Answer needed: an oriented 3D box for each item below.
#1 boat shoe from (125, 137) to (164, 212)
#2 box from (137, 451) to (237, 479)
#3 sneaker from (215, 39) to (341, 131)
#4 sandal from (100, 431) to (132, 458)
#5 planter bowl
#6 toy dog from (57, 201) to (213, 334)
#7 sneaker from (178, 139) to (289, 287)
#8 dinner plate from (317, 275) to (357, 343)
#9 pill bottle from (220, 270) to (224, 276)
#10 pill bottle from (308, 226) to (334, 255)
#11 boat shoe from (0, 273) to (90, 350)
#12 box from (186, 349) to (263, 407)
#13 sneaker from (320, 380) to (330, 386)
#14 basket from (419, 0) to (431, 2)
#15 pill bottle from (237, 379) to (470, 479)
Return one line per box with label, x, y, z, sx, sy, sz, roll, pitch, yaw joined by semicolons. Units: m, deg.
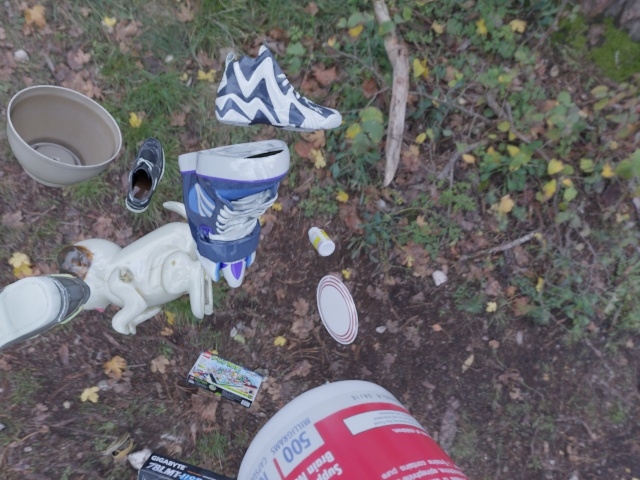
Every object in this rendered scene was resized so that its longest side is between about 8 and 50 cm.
boat shoe;-0.496;-0.197;1.295;0.084;0.079;0.233;13;67;-16
box;-0.331;0.723;1.171;0.294;0.073;0.295;14;109;6
sneaker;-0.070;-0.283;0.831;0.235;0.094;0.152;2;99;-10
sandal;-0.530;0.549;1.202;0.072;0.180;0.049;-34;80;-28
planter bowl;-0.432;-0.157;0.752;0.162;0.109;0.162;26;45;-29
toy dog;-0.546;0.087;1.335;0.408;0.284;0.395;-5;93;-8
sneaker;-0.128;-0.031;0.729;0.130;0.323;0.236;-19;108;-29
dinner plate;0.031;0.139;0.908;0.141;0.017;0.141;37;41;-40
pill bottle;-0.424;0.067;1.602;0.209;0.117;0.117;4;71;-19
pill bottle;0.000;0.000;1.133;0.043;0.043;0.083;-16;38;-18
boat shoe;-0.534;0.130;0.784;0.305;0.091;0.109;-18;87;20
box;-0.289;0.422;1.390;0.207;0.036;0.114;23;28;-2
sneaker;0.034;0.526;1.454;0.059;0.053;0.144;-26;89;-15
basket;-0.031;-0.324;0.360;0.299;0.213;0.223;25;36;26
pill bottle;0.090;0.335;0.402;0.229;0.408;0.228;-12;116;-24
